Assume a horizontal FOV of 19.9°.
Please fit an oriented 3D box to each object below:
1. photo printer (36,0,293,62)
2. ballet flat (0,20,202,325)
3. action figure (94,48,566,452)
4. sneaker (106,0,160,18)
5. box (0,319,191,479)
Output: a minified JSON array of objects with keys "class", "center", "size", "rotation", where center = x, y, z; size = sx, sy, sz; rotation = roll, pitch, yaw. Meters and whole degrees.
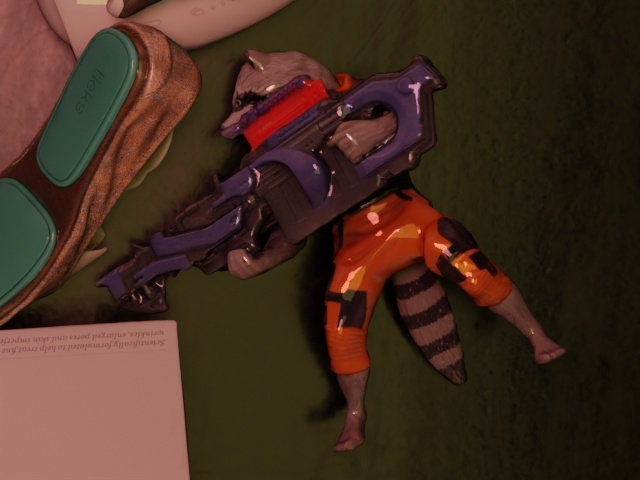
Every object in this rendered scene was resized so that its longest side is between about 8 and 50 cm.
[{"class":"photo printer","center":[-0.137,-0.305,1.466],"size":[0.256,0.107,0.308],"rotation":[-21,96,-7]},{"class":"ballet flat","center":[-0.197,-0.035,1.462],"size":[0.316,0.106,0.107],"rotation":[-49,60,22]},{"class":"action figure","center":[0.000,0.000,1.508],"size":[0.341,0.178,0.330],"rotation":[-25,90,21]},{"class":"sneaker","center":[-0.090,-0.209,1.395],"size":[0.158,0.061,0.065],"rotation":[-37,104,-4]},{"class":"box","center":[-0.195,0.171,1.443],"size":[0.181,0.119,0.182],"rotation":[-3,64,-8]}]
